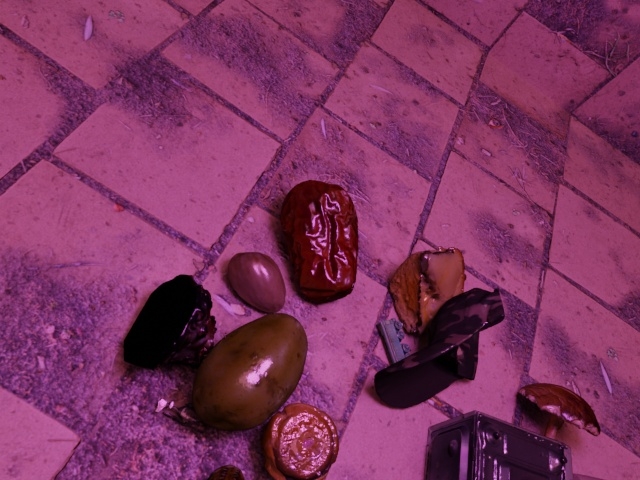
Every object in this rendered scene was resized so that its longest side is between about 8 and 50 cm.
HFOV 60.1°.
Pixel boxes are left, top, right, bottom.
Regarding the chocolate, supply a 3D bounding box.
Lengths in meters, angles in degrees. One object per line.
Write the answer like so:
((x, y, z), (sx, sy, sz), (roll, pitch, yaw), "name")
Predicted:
((-0.291, 0.212, 1.249), (0.177, 0.206, 0.224), (43, 60, -38), "chocolate")

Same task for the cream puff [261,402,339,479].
((-0.047, 0.462, 1.243), (0.189, 0.129, 0.188), (5, 72, -16), "cream puff")

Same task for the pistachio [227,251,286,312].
((-0.157, 0.104, 1.421), (0.126, 0.108, 0.185), (-43, 94, -16), "pistachio")

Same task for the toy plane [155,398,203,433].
((-0.302, 0.381, 1.221), (0.121, 0.031, 0.049), (32, 60, -11), "toy plane")

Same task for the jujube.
((0.000, 0.000, 1.520), (0.216, 0.216, 0.341), (0, 74, -29), "jujube")

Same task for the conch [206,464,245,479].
((-0.174, 0.553, 1.126), (0.124, 0.187, 0.181), (-43, 50, -20), "conch")

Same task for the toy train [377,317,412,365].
((0.211, 0.290, 1.547), (0.071, 0.038, 0.147), (-6, 65, -28), "toy train")

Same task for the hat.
((0.309, 0.267, 1.474), (0.382, 0.366, 0.257), (-4, 47, -10), "hat")

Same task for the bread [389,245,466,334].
((0.322, 0.136, 1.624), (0.204, 0.163, 0.261), (-1, 105, -30), "bread")

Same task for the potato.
((-0.148, 0.292, 1.240), (0.304, 0.216, 0.215), (-29, 78, -45), "potato")

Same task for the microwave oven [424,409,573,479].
((0.429, 0.655, 1.311), (0.333, 0.247, 0.394), (24, 53, -15), "microwave oven")

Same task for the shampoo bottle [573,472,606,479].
((0.816, 0.747, 1.571), (0.257, 0.078, 0.127), (27, 52, -13), "shampoo bottle")

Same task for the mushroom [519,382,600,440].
((0.646, 0.539, 1.561), (0.233, 0.207, 0.302), (22, 53, 37), "mushroom")
